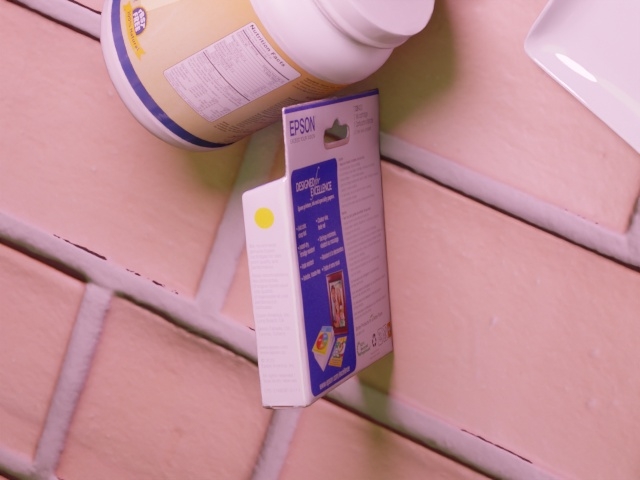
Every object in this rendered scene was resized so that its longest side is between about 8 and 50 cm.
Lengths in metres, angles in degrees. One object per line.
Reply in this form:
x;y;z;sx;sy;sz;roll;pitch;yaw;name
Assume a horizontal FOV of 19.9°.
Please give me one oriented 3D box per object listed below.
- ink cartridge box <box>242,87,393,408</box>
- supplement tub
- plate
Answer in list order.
0.000;0.000;1.968;0.072;0.303;0.307;-4;96;21;ink cartridge box
-0.058;-0.248;1.960;0.316;0.228;0.228;-24;89;36;supplement tub
0.376;-0.212;1.884;0.278;0.045;0.277;43;135;13;plate
